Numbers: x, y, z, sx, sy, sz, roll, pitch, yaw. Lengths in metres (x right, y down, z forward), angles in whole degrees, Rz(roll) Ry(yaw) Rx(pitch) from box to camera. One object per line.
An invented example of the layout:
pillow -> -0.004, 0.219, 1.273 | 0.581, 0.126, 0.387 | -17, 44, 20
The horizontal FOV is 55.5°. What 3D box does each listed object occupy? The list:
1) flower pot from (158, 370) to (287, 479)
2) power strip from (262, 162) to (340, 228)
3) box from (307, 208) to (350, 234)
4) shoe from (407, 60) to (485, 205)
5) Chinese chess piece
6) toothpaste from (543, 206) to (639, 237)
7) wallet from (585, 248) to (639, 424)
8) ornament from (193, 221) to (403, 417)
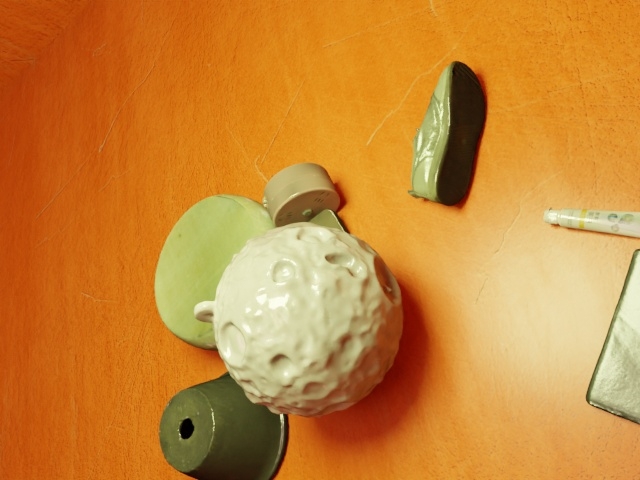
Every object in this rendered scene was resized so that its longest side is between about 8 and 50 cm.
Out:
flower pot -> -0.218, 0.386, 1.243 | 0.269, 0.166, 0.269 | -16, 64, 36
power strip -> -0.042, -0.085, 1.269 | 0.154, 0.154, 0.078 | -37, 59, 23
box -> 0.000, 0.000, 1.271 | 0.126, 0.031, 0.091 | -37, 77, 24
shoe -> 0.228, -0.199, 1.132 | 0.098, 0.103, 0.275 | 4, 76, 51
Chinese chess piece -> -0.214, 0.072, 1.359 | 0.349, 0.146, 0.349 | -15, 65, 35
toothpaste -> 0.445, -0.029, 0.945 | 0.190, 0.031, 0.048 | 9, 77, 37
wallet -> 0.474, 0.139, 0.864 | 0.124, 0.025, 0.244 | 17, 87, 41
ornament -> -0.013, 0.132, 1.056 | 0.337, 0.337, 0.337 | -14, 67, 35
